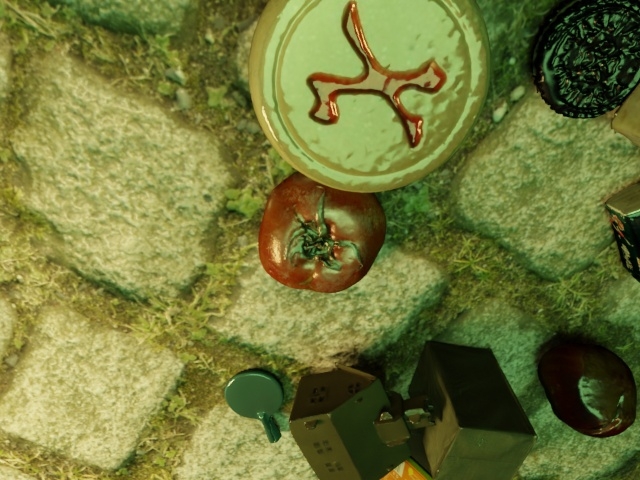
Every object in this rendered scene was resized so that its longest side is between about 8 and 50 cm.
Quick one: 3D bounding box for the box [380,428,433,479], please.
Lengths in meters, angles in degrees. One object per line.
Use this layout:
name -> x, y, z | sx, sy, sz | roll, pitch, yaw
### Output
box -> 0.236, 0.492, 1.097 | 0.177, 0.195, 0.148 | 3, 103, -32

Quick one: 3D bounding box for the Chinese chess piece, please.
Chinese chess piece -> 0.067, -0.235, 0.757 | 0.338, 0.140, 0.338 | -2, 118, -3

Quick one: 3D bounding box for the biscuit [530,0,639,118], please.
biscuit -> 0.413, -0.281, 0.806 | 0.194, 0.053, 0.194 | -2, 120, -4

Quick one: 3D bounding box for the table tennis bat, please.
table tennis bat -> -0.129, 0.357, 1.134 | 0.124, 0.033, 0.201 | -16, 117, 7

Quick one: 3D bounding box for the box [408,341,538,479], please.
box -> 0.282, 0.335, 1.037 | 0.149, 0.231, 0.155 | 9, 119, -9

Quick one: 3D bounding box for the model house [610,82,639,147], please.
model house -> 0.645, -0.141, 0.755 | 0.298, 0.284, 0.243 | 17, 121, -24

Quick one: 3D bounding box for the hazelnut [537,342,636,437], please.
hazelnut -> 0.539, 0.296, 1.084 | 0.204, 0.178, 0.178 | 36, 111, -16

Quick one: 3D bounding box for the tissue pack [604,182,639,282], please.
tissue pack -> 0.586, -0.016, 0.944 | 0.103, 0.090, 0.170 | -26, 117, 13

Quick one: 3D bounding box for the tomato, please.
tomato -> 0.000, 0.000, 0.909 | 0.237, 0.095, 0.237 | -1, 119, -3

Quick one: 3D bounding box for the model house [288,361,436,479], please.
model house -> 0.098, 0.331, 1.029 | 0.243, 0.204, 0.211 | -16, 117, 17
